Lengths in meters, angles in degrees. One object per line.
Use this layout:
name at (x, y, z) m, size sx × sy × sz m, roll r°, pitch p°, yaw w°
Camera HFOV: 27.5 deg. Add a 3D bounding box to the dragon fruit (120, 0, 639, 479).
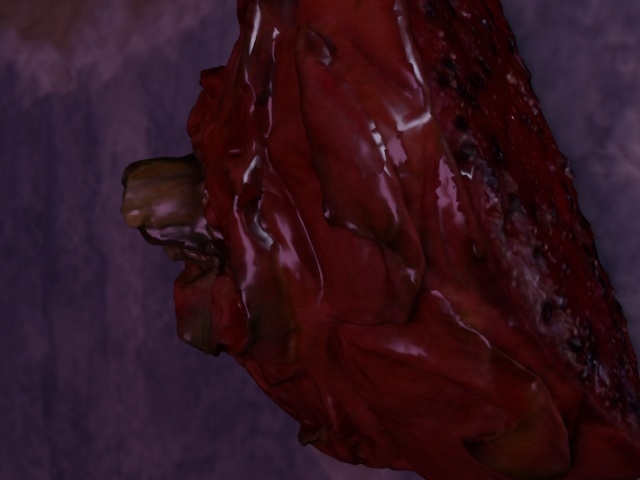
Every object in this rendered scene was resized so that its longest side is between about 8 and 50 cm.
dragon fruit at (0.000, 0.000, 0.590) m, size 0.205 × 0.152 × 0.317 m, roll -25°, pitch 82°, yaw 27°
